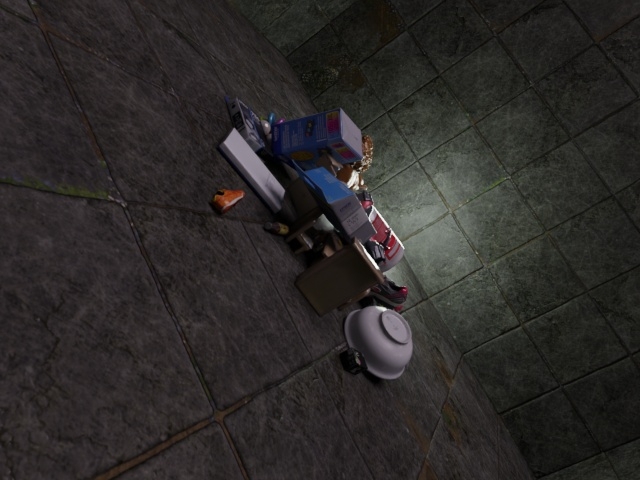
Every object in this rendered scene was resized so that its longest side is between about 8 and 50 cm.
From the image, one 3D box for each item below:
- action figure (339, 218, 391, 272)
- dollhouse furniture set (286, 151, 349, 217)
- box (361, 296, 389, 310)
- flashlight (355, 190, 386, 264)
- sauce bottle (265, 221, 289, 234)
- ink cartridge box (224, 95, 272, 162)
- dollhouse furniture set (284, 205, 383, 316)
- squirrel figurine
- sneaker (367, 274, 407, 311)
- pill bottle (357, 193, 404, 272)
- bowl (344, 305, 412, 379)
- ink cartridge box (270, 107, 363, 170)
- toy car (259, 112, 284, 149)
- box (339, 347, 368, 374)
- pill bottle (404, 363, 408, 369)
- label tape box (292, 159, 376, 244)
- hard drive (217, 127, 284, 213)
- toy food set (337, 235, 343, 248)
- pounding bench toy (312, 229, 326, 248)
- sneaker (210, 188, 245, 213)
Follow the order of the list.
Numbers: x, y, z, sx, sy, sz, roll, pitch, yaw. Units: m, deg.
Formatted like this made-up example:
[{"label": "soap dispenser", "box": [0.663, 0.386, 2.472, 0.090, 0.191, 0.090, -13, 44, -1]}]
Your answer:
[{"label": "action figure", "box": [0.169, 0.024, 2.090, 0.248, 0.276, 0.370, -6, 60, -21]}, {"label": "dollhouse furniture set", "box": [0.053, -0.195, 2.090, 0.303, 0.286, 0.198, 13, 45, -51]}, {"label": "box", "box": [0.270, 0.319, 2.163, 0.216, 0.060, 0.270, 50, 18, -25]}, {"label": "flashlight", "box": [0.199, -0.050, 1.925, 0.103, 0.103, 0.304, 27, 44, -60]}, {"label": "sauce bottle", "box": [-0.155, -0.044, 1.650, 0.042, 0.042, 0.128, 61, 16, 14]}, {"label": "ink cartridge box", "box": [-0.312, -0.498, 2.002, 0.165, 0.065, 0.333, 34, 27, -52]}, {"label": "dollhouse furniture set", "box": [0.074, 0.067, 1.721, 0.362, 0.256, 0.394, 53, 17, -14]}, {"label": "squirrel figurine", "box": [0.157, -0.389, 2.554, 0.370, 0.397, 0.281, 11, 43, -56]}, {"label": "sneaker", "box": [0.246, 0.194, 2.068, 0.299, 0.112, 0.121, 25, 29, 9]}, {"label": "pill bottle", "box": [0.244, -0.038, 2.447, 0.408, 0.229, 0.229, 51, 18, -22]}, {"label": "bowl", "box": [0.243, 0.353, 1.730, 0.298, 0.134, 0.298, 28, 35, -22]}, {"label": "ink cartridge box", "box": [-0.040, -0.427, 2.060, 0.270, 0.395, 0.151, 22, 65, -64]}, {"label": "toy car", "box": [-0.214, -0.517, 2.180, 0.182, 0.136, 0.159, 55, 17, -9]}, {"label": "box", "box": [0.112, 0.407, 1.563, 0.083, 0.052, 0.062, 40, 25, -47]}, {"label": "pill bottle", "box": [0.299, 0.437, 1.928, 0.117, 0.117, 0.215, 47, 20, -32]}, {"label": "label tape box", "box": [0.053, -0.161, 1.764, 0.249, 0.115, 0.348, 48, -7, 46]}, {"label": "hard drive", "box": [-0.256, -0.268, 1.775, 0.319, 0.040, 0.210, 51, 17, -22]}, {"label": "toy food set", "box": [0.072, 0.065, 2.046, 0.218, 0.071, 0.128, -92, 164, -77]}, {"label": "pounding bench toy", "box": [0.000, 0.000, 1.953, 0.052, 0.065, 0.083, 53, 6, -12]}, {"label": "sneaker", "box": [-0.281, -0.135, 1.426, 0.067, 0.064, 0.175, 45, 15, -5]}]
